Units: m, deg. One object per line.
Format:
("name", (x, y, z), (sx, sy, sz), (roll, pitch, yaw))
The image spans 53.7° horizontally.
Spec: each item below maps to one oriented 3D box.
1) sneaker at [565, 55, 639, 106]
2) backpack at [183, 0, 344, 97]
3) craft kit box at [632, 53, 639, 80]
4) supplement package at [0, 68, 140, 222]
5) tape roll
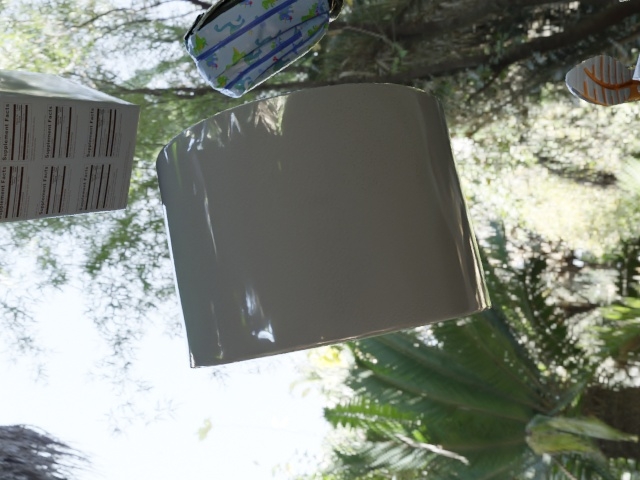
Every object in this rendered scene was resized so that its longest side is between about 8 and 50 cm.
("sneaker", (0.505, -0.272, 1.115), (0.215, 0.083, 0.084), (-2, -86, -28))
("backpack", (-0.143, -0.500, 1.485), (0.355, 0.290, 0.273), (-23, -67, -15))
("craft kit box", (0.497, -0.308, 0.747), (0.250, 0.061, 0.247), (-115, 32, -74))
("supplement package", (-0.376, -0.125, 0.791), (0.203, 0.194, 0.149), (-12, -60, -55))
("tape roll", (0.000, 0.000, 0.518), (0.246, 0.246, 0.169), (4, -108, -59))
